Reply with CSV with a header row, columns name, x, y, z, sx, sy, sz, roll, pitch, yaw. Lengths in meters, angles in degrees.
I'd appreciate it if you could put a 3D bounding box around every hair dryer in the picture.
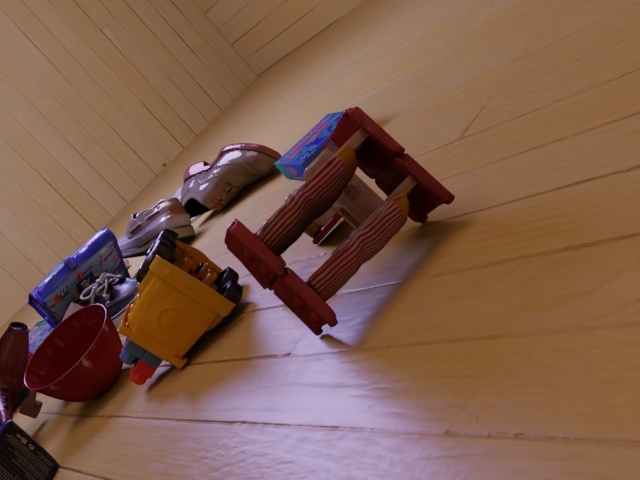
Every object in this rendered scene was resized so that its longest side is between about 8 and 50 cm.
name,x,y,z,sx,sy,sz,roll,pitch,yaw
hair dryer,-0.567,0.293,1.509,0.223,0.080,0.293,-23,61,47

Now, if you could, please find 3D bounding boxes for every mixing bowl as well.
name,x,y,z,sx,sy,sz,roll,pitch,yaw
mixing bowl,-0.405,0.208,1.423,0.181,0.098,0.181,-28,32,19

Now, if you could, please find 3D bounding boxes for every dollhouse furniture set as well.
name,x,y,z,sx,sy,sz,roll,pitch,yaw
dollhouse furniture set,0.000,0.000,1.037,0.201,0.152,0.374,-46,-1,-13

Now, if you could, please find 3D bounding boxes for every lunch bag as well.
name,x,y,z,sx,sy,sz,roll,pitch,yaw
lunch bag,-0.566,0.083,1.923,0.221,0.138,0.293,-44,-5,-20

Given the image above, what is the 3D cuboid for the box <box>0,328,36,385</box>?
name,x,y,z,sx,sy,sz,roll,pitch,yaw
box,-0.752,0.324,1.943,0.201,0.057,0.293,-59,24,-12

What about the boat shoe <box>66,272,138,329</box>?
name,x,y,z,sx,sy,sz,roll,pitch,yaw
boat shoe,-0.446,0.123,1.768,0.306,0.105,0.113,-23,24,49

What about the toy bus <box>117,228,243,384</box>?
name,x,y,z,sx,sy,sz,roll,pitch,yaw
toy bus,-0.235,0.110,1.277,0.211,0.149,0.220,-57,13,5

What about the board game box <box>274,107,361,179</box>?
name,x,y,z,sx,sy,sz,roll,pitch,yaw
board game box,0.003,-0.187,1.636,0.160,0.047,0.210,-44,15,-9

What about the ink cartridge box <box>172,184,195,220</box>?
name,x,y,z,sx,sy,sz,roll,pitch,yaw
ink cartridge box,-0.343,-0.111,2.218,0.115,0.067,0.198,-36,17,17

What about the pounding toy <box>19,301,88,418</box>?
name,x,y,z,sx,sy,sz,roll,pitch,yaw
pounding toy,-0.477,0.249,1.550,0.206,0.094,0.181,-62,13,10

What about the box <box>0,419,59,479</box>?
name,x,y,z,sx,sy,sz,roll,pitch,yaw
box,-0.492,0.383,1.177,0.153,0.108,0.207,-36,16,18

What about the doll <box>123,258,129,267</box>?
name,x,y,z,sx,sy,sz,roll,pitch,yaw
doll,-0.606,0.112,2.291,0.189,0.046,0.129,-42,17,1

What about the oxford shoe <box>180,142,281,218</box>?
name,x,y,z,sx,sy,sz,roll,pitch,yaw
oxford shoe,-0.213,-0.130,1.943,0.348,0.123,0.130,-20,53,51

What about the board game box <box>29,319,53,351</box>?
name,x,y,z,sx,sy,sz,roll,pitch,yaw
board game box,-0.746,0.277,2.182,0.317,0.046,0.213,-21,26,50

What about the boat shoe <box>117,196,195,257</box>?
name,x,y,z,sx,sy,sz,roll,pitch,yaw
boat shoe,-0.415,-0.025,2.032,0.302,0.103,0.113,-19,-5,42
